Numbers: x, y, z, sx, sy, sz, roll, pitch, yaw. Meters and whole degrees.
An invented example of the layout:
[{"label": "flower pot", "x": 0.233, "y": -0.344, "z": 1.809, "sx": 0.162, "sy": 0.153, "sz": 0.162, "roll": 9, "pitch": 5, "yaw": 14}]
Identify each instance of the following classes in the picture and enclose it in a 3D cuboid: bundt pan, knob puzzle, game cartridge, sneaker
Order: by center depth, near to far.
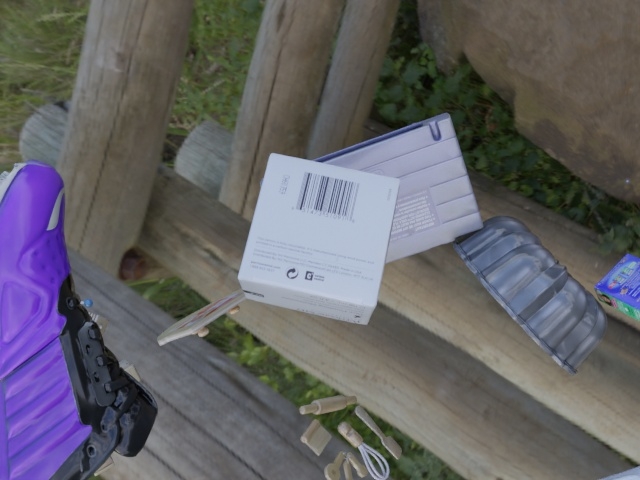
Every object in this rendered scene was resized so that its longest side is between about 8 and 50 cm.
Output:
[{"label": "sneaker", "x": -0.188, "y": 0.094, "z": 0.534, "sx": 0.146, "sy": 0.102, "sz": 0.293, "roll": 8, "pitch": 87, "yaw": -10}, {"label": "knob puzzle", "x": -0.198, "y": 0.137, "z": 1.278, "sx": 0.213, "sy": 0.213, "sz": 0.030, "roll": -26, "pitch": 96, "yaw": 22}, {"label": "game cartridge", "x": 0.096, "y": -0.065, "z": 1.345, "sx": 0.355, "sy": 0.068, "sz": 0.230, "roll": -18, "pitch": 116, "yaw": 8}, {"label": "bundt pan", "x": 0.398, "y": 0.083, "z": 1.362, "sx": 0.124, "sy": 0.331, "sz": 0.331, "roll": -43, "pitch": 78, "yaw": 12}]

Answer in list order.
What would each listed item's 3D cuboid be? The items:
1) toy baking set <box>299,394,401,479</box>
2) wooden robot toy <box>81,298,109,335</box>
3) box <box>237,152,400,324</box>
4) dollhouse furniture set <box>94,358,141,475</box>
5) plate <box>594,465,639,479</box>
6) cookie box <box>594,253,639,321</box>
[{"label": "toy baking set", "x": 0.058, "y": 0.406, "z": 1.505, "sx": 0.030, "sy": 0.256, "sz": 0.197, "roll": -37, "pitch": 69, "yaw": 36}, {"label": "wooden robot toy", "x": -0.384, "y": 0.088, "z": 1.033, "sx": 0.173, "sy": 0.079, "sz": 0.076, "roll": 31, "pitch": 82, "yaw": 24}, {"label": "box", "x": 0.000, "y": 0.000, "z": 0.996, "sx": 0.180, "sy": 0.119, "sz": 0.182, "roll": 12, "pitch": 73, "yaw": 3}, {"label": "dollhouse furniture set", "x": -0.388, "y": 0.349, "z": 1.403, "sx": 0.161, "sy": 0.101, "sz": 0.182, "roll": -28, "pitch": 115, "yaw": -17}, {"label": "plate", "x": 0.502, "y": 0.525, "z": 1.296, "sx": 0.278, "sy": 0.277, "sz": 0.045, "roll": -27, "pitch": 119, "yaw": 25}, {"label": "cookie box", "x": 0.541, "y": 0.082, "z": 1.262, "sx": 0.092, "sy": 0.040, "sz": 0.107, "roll": -42, "pitch": 34, "yaw": -8}]
